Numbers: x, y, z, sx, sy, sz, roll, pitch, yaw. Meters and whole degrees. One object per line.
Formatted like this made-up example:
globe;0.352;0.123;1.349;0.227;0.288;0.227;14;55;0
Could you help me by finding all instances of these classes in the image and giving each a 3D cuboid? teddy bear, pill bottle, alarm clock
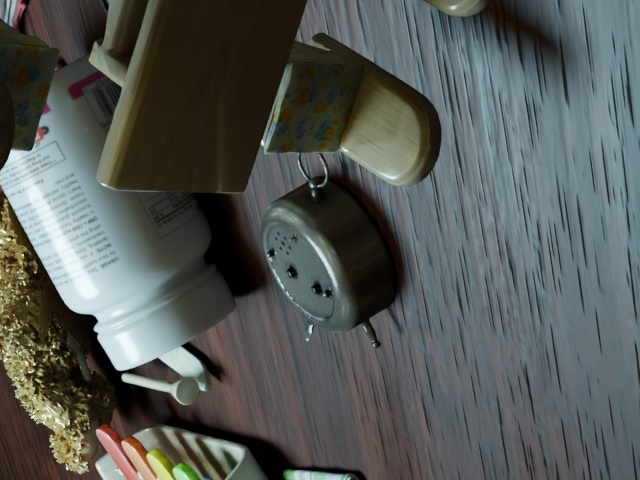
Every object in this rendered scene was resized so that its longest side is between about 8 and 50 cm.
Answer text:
teddy bear;-0.336;0.113;2.290;0.245;0.113;0.338;-90;-22;-62
pill bottle;-0.204;-0.029;1.904;0.283;0.160;0.160;63;154;-6
alarm clock;0.000;0.000;1.688;0.129;0.064;0.192;33;141;43

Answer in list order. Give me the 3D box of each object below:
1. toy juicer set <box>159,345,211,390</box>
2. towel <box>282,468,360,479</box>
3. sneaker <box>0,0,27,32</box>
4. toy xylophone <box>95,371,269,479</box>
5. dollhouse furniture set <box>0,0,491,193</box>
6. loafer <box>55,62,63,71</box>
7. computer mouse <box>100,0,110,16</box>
toy juicer set;-0.249;0.018;2.114;0.209;0.089;0.329;9;125;58
towel;0.021;0.280;1.991;0.152;0.023;0.113;-6;110;64
sneaker;-0.380;-0.223;2.041;0.116;0.136;0.314;39;147;34
toy xylophone;-0.146;0.257;2.161;0.236;0.081;0.322;55;156;-11
dollhouse furniture set;-0.016;-0.195;1.198;0.256;0.362;0.394;37;116;41
loafer;-0.301;-0.151;2.070;0.125;0.045;0.039;-19;87;45
computer mouse;-0.154;-0.256;1.677;0.272;0.072;0.188;1;118;60
